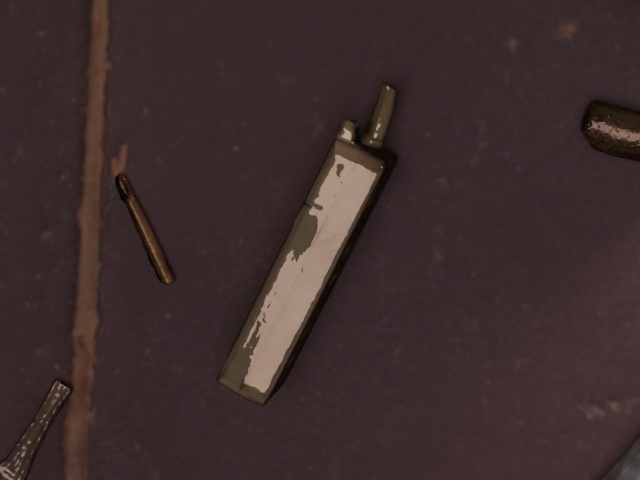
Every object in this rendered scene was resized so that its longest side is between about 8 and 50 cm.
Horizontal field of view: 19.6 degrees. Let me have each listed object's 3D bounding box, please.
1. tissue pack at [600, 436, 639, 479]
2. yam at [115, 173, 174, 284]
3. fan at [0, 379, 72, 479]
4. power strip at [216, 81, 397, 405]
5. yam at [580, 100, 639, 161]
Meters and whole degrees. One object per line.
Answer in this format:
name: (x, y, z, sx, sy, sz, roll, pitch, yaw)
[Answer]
tissue pack: (0.316, 0.251, 1.563, 0.177, 0.089, 0.263, 40, 102, -1)
yam: (-0.155, -0.009, 1.626, 0.014, 0.014, 0.107, -24, 94, 11)
fan: (-0.317, 0.266, 1.692, 0.229, 0.011, 0.335, 31, 102, 2)
power strip: (0.000, 0.000, 1.566, 0.053, 0.093, 0.288, 28, 102, 6)
yam: (0.264, -0.088, 1.542, 0.094, 0.043, 0.043, 12, 100, 4)
